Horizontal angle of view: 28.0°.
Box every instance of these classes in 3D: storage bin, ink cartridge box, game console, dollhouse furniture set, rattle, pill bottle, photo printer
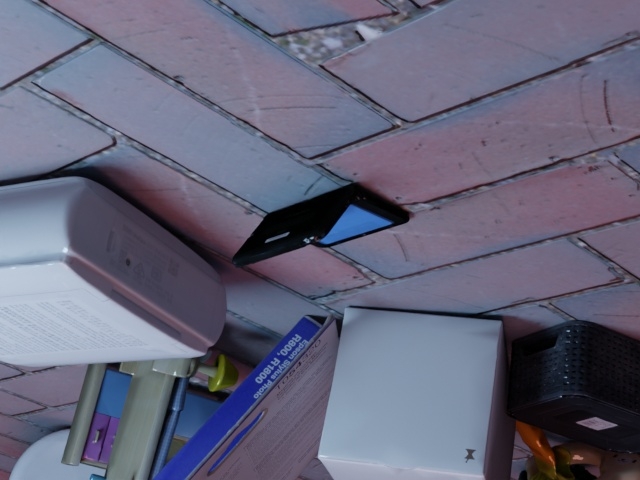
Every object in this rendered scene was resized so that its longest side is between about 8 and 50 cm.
[{"bbox_3d":[0.303,0.162,1.387,0.180,0.084,0.122,20,153,-26],"label":"storage bin"},{"bbox_3d":[-0.097,0.241,1.431,0.071,0.324,0.330,37,162,21],"label":"ink cartridge box"},{"bbox_3d":[0.000,0.000,1.155,0.122,0.107,0.071,-19,116,44],"label":"game console"},{"bbox_3d":[-0.176,0.277,1.546,0.198,0.286,0.303,19,165,-23],"label":"dollhouse furniture set"},{"bbox_3d":[0.355,0.254,1.635,0.199,0.143,0.130,-12,-176,8],"label":"rattle"},{"bbox_3d":[-0.407,0.444,2.076,0.210,0.210,0.363,13,155,-10],"label":"pill bottle"},{"bbox_3d":[-0.286,0.042,1.289,0.307,0.107,0.256,-7,151,31],"label":"photo printer"}]

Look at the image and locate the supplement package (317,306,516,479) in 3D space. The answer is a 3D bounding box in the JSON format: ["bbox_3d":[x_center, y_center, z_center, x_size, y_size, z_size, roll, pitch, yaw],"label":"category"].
[{"bbox_3d":[0.121,0.214,1.445,0.177,0.175,0.293,5,155,13],"label":"supplement package"}]

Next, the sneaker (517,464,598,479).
[{"bbox_3d":[0.340,0.351,1.746,0.101,0.106,0.267,15,157,-25],"label":"sneaker"}]
